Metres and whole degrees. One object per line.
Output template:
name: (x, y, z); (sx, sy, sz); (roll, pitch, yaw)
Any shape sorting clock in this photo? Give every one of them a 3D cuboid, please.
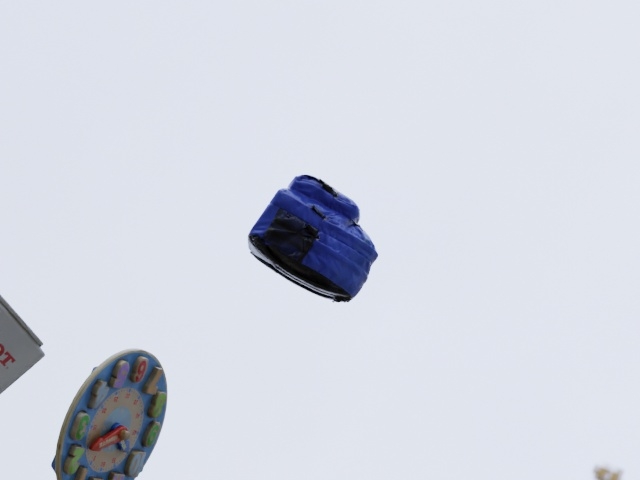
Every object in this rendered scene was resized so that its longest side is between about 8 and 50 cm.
shape sorting clock: (-0.250, 0.231, 1.899); (0.040, 0.206, 0.206); (23, -51, 28)

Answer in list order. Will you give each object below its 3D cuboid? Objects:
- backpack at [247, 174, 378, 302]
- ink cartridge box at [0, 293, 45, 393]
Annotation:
backpack: (0.000, 0.000, 1.533); (0.120, 0.098, 0.101); (34, -94, 4)
ink cartridge box: (-0.604, 0.154, 2.016); (0.166, 0.395, 0.285); (37, -16, 53)
